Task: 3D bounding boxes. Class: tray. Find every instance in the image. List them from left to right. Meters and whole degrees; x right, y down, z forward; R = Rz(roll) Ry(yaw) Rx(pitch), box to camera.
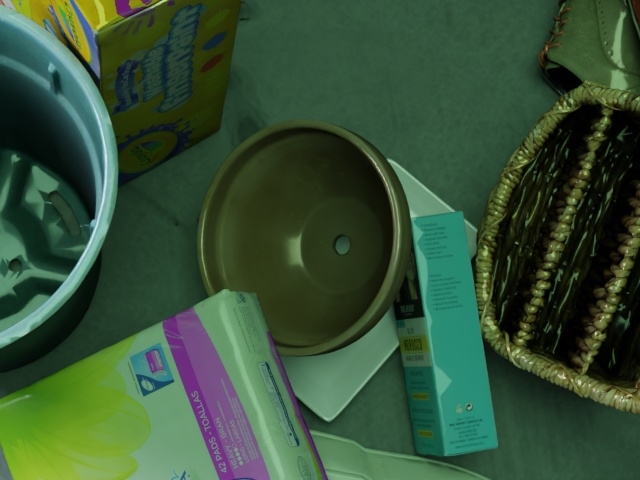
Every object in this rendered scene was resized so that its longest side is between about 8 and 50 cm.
[{"bbox_3d":[0.041,0.053,1.691,0.145,0.030,0.270,40,76,5],"label":"tray"}]

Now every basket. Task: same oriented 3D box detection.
[{"bbox_3d":[0.274,-0.005,1.586,0.213,0.223,0.299,22,95,0],"label":"basket"}]

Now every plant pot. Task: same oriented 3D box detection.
[{"bbox_3d":[-0.351,-0.018,1.515,0.341,0.334,0.341,0,76,-2],"label":"plant pot"},{"bbox_3d":[0.000,0.000,1.605,0.237,0.110,0.237,-3,85,30],"label":"plant pot"}]

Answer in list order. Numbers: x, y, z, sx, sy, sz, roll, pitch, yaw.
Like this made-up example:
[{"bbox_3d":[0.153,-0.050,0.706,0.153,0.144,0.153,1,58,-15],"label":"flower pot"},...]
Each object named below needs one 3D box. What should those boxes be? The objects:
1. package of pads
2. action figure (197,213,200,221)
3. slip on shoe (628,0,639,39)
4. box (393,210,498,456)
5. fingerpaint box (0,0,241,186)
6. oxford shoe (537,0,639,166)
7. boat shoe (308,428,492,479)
[{"bbox_3d":[-0.158,0.211,1.546,0.296,0.101,0.229,-26,77,17],"label":"package of pads"},{"bbox_3d":[-0.080,-0.004,1.698,0.115,0.030,0.038,22,80,3],"label":"action figure"},{"bbox_3d":[0.387,-0.251,1.628,0.123,0.101,0.331,-20,74,-7],"label":"slip on shoe"},{"bbox_3d":[0.122,0.097,1.623,0.060,0.100,0.244,-8,87,-16],"label":"box"},{"bbox_3d":[-0.242,-0.296,1.544,0.163,0.445,0.371,-30,79,-14],"label":"fingerpaint box"},{"bbox_3d":[0.302,-0.240,1.743,0.130,0.123,0.348,-12,77,-5],"label":"oxford shoe"},{"bbox_3d":[0.085,0.285,1.613,0.319,0.116,0.099,18,111,-5],"label":"boat shoe"}]
